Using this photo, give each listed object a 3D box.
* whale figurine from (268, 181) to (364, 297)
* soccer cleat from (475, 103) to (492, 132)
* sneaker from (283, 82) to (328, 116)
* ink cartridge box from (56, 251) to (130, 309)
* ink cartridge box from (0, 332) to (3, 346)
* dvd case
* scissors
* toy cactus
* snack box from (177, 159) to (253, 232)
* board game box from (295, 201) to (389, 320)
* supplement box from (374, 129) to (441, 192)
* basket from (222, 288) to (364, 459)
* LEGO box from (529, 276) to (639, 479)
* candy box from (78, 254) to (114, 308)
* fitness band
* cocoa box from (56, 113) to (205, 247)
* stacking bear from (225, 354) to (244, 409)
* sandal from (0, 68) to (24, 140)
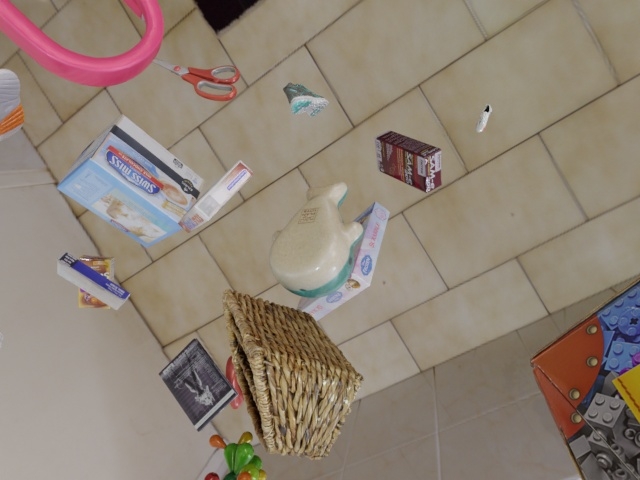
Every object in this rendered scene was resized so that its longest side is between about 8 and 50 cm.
[{"bbox_3d":[0.000,0.000,0.941,0.216,0.272,0.141,-7,140,27],"label":"whale figurine"},{"bbox_3d":[0.460,-0.345,1.230,0.029,0.035,0.083,24,81,34],"label":"soccer cleat"},{"bbox_3d":[-0.037,-0.362,1.101,0.065,0.166,0.076,-35,84,25],"label":"sneaker"},{"bbox_3d":[-0.695,0.124,1.335,0.223,0.045,0.224,38,150,-16],"label":"ink cartridge box"},{"bbox_3d":[-0.468,0.183,0.482,0.082,0.191,0.139,35,130,-13],"label":"ink cartridge box"},{"bbox_3d":[-0.372,0.434,1.319,0.164,0.018,0.221,-45,72,4],"label":"dvd case"},{"bbox_3d":[-0.332,-0.397,1.041,0.297,0.021,0.109,14,66,7],"label":"scissors"},{"bbox_3d":[-0.156,0.404,0.678,0.112,0.219,0.181,17,81,5],"label":"toy cactus"},{"bbox_3d":[-0.122,-0.043,0.482,0.022,0.178,0.064,44,73,-15],"label":"snack box"},{"bbox_3d":[0.066,0.075,1.360,0.066,0.318,0.318,35,134,-13],"label":"board game box"},{"bbox_3d":[0.280,-0.258,1.409,0.073,0.239,0.130,-29,129,-21],"label":"supplement box"},{"bbox_3d":[-0.104,0.256,0.832,0.223,0.299,0.213,22,97,-28],"label":"basket"},{"bbox_3d":[0.413,0.259,0.231,0.500,0.372,0.193,32,118,-17],"label":"LEGO box"},{"bbox_3d":[-0.811,0.150,1.577,0.109,0.053,0.187,4,100,-10],"label":"candy box"},{"bbox_3d":[-0.374,-0.359,0.642,0.291,0.209,0.054,43,152,-8],"label":"fitness band"},{"bbox_3d":[-0.611,-0.183,1.438,0.231,0.228,0.347,-22,131,34],"label":"cocoa box"},{"bbox_3d":[-0.153,0.435,1.455,0.289,0.175,0.164,-14,91,10],"label":"stacking bear"},{"bbox_3d":[-0.747,-0.320,0.999,0.076,0.102,0.265,47,137,-7],"label":"sandal"}]
